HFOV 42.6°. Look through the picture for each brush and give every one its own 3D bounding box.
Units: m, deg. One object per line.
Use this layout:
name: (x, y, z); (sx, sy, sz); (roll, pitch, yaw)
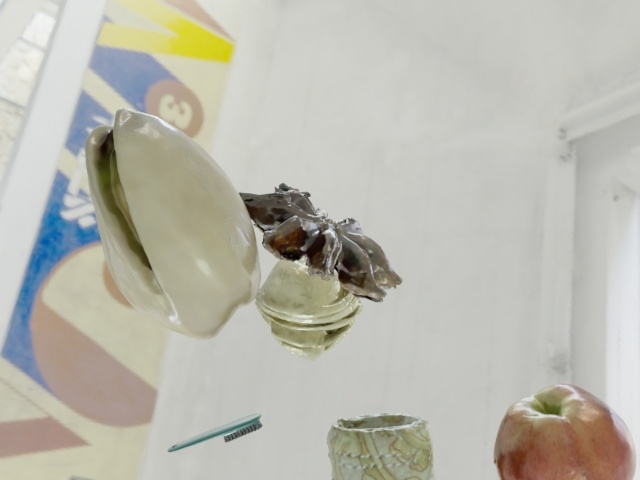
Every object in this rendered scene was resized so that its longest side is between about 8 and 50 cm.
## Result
brush: (-0.201, 0.381, 1.588); (0.193, 0.032, 0.043); (-22, -172, -2)

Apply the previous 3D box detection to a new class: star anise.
star anise: (0.000, 0.000, 1.215); (0.088, 0.288, 0.288); (-55, -147, 20)

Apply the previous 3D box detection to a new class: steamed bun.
steamed bun: (-0.020, 0.181, 2.095); (0.289, 0.276, 0.203); (108, -32, -52)

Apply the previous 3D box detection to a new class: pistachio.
pistachio: (-0.205, -0.020, 1.101); (0.207, 0.332, 0.226); (-15, -163, 20)

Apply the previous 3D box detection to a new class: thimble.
thimble: (0.094, 0.366, 1.344); (0.190, 0.137, 0.144); (-7, -89, 31)

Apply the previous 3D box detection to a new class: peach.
peach: (0.413, 0.382, 1.397); (0.232, 0.232, 0.257); (6, -63, 58)
